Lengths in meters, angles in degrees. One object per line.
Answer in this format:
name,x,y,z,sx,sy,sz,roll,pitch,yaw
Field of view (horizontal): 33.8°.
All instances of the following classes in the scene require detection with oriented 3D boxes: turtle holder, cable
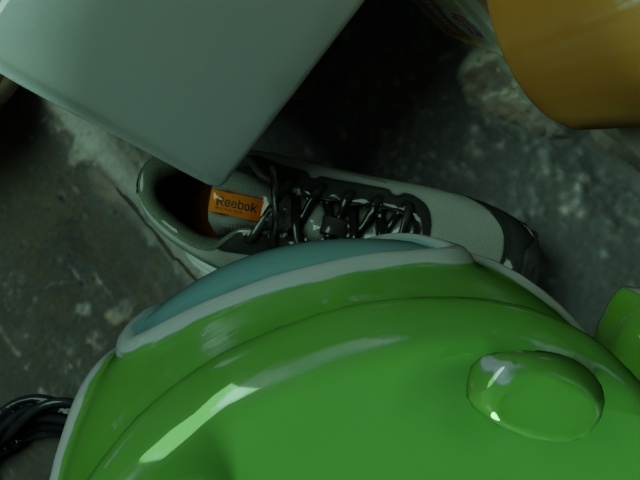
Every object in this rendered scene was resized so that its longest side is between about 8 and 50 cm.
turtle holder,0.034,0.090,0.469,0.320,0.243,0.227,-39,25,3
cable,-0.208,0.188,0.736,0.184,0.047,0.151,-17,66,25

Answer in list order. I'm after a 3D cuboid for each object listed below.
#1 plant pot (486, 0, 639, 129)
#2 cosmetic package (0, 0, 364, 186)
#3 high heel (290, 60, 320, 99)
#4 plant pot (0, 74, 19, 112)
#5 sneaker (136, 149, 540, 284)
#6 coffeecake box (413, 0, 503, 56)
plant pot,0.193,-0.140,0.523,0.188,0.205,0.205,-16,65,43
cosmetic package,-0.017,-0.283,0.544,0.453,0.161,0.230,-52,44,10
high heel,-0.072,-0.271,0.762,0.181,0.127,0.377,1,73,32
plant pot,-0.409,-0.121,0.869,0.229,0.263,0.263,-49,54,31
sneaker,0.000,0.000,0.636,0.271,0.108,0.100,11,78,32
coffeecake box,0.113,-0.222,0.619,0.068,0.142,0.185,31,91,36
